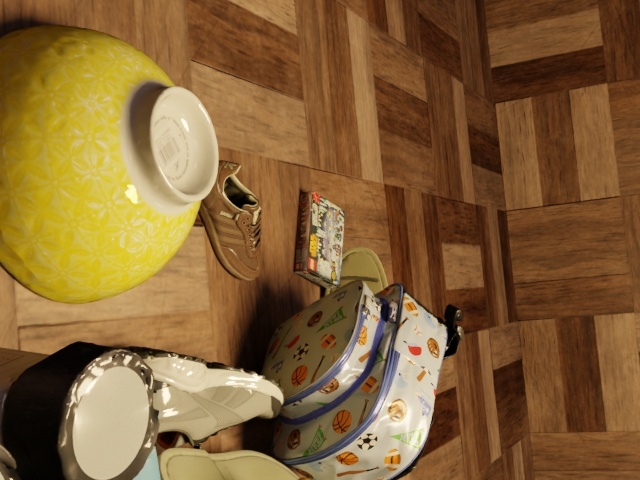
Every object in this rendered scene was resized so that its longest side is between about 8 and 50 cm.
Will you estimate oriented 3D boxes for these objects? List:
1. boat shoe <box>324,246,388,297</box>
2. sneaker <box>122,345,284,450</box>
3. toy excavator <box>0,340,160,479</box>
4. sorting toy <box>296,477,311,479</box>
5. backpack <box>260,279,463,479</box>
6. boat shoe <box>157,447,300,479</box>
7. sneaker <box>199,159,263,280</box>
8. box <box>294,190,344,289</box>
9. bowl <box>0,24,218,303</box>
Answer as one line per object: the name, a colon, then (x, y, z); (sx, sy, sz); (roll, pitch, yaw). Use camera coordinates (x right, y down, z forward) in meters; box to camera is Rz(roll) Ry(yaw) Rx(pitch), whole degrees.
boat shoe: (0.068, 0.166, 1.441); (0.103, 0.113, 0.303); (65, 22, -75)
sneaker: (-0.141, 0.191, 1.013); (0.271, 0.100, 0.108); (24, 73, -55)
toy excavator: (-0.227, 0.284, 0.694); (0.433, 0.222, 0.446); (-28, 118, -61)
sorting toy: (-0.044, 0.400, 0.964); (0.126, 0.127, 0.366); (-43, 142, -51)
backpack: (0.043, 0.204, 1.187); (0.213, 0.276, 0.263); (33, 40, -25)
boat shoe: (-0.109, 0.326, 1.014); (0.127, 0.113, 0.340); (54, 12, 29)
sneaker: (-0.107, -0.022, 1.147); (0.188, 0.071, 0.066); (64, 31, -34)
box: (0.000, 0.000, 1.399); (0.094, 0.027, 0.137); (29, 57, -47)
bowl: (-0.199, -0.086, 0.878); (0.289, 0.156, 0.290); (25, 61, -60)
